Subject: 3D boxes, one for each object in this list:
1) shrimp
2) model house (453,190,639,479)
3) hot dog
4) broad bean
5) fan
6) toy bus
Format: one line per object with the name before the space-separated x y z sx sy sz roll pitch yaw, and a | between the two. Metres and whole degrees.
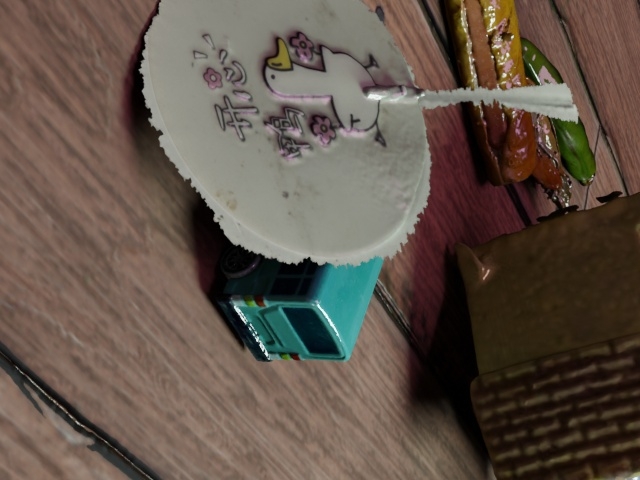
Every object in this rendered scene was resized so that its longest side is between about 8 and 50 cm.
shrimp | 0.227 -0.098 1.388 0.184 0.043 0.091 55 42 -39
model house | 0.285 0.151 1.191 0.321 0.261 0.266 57 24 -35
hot dog | 0.162 -0.183 1.248 0.088 0.061 0.286 -69 148 -55
broad bean | 0.272 -0.129 1.465 0.297 0.043 0.060 51 22 -50
fan | 0.051 -0.102 0.912 0.415 0.012 0.233 -8 78 -42
toy bus | 0.000 0.000 0.900 0.079 0.092 0.160 62 38 -43
